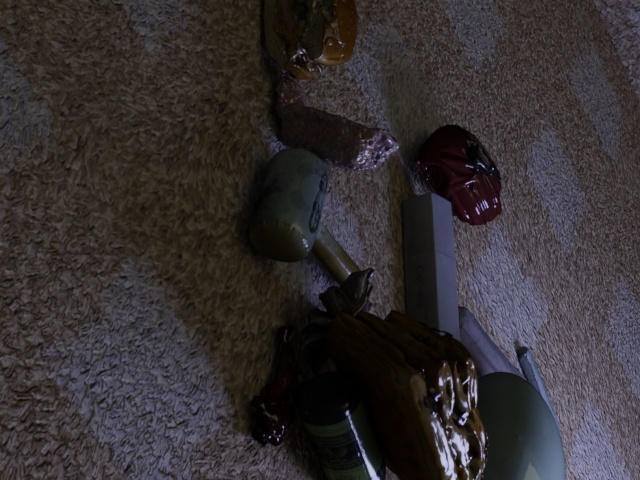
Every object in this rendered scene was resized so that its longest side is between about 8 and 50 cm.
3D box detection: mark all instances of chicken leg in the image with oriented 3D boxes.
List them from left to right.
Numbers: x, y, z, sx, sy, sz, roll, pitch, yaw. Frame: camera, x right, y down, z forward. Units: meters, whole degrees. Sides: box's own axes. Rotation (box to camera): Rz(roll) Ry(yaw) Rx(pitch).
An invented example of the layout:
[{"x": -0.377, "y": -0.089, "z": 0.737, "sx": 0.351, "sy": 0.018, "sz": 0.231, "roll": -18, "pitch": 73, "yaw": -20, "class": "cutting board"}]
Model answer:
[{"x": -0.061, "y": 0.233, "z": 1.860, "sx": 0.089, "sy": 0.048, "sz": 0.219, "roll": 53, "pitch": 39, "yaw": -31, "class": "chicken leg"}]

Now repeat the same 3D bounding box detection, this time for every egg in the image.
[{"x": 0.334, "y": 0.398, "z": 2.181, "sx": 0.230, "sy": 0.229, "sz": 0.371, "roll": 50, "pitch": 32, "yaw": -30, "class": "egg"}]

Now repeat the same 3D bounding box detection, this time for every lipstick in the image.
[{"x": 0.213, "y": 0.095, "z": 2.273, "sx": 0.079, "sy": 0.076, "sz": 0.372, "roll": 23, "pitch": 58, "yaw": -47, "class": "lipstick"}]

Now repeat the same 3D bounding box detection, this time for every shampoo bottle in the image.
[{"x": 0.046, "y": 0.341, "z": 1.897, "sx": 0.101, "sy": 0.101, "sz": 0.284, "roll": -63, "pitch": 143, "yaw": -45, "class": "shampoo bottle"}]

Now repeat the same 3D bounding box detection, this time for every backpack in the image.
[{"x": 0.290, "y": -0.127, "z": 2.411, "sx": 0.229, "sy": 0.138, "sz": 0.229, "roll": 58, "pitch": 9, "yaw": -14, "class": "backpack"}]

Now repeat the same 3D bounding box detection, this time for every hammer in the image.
[{"x": 0.000, "y": 0.000, "z": 2.003, "sx": 0.305, "sy": 0.113, "sz": 0.202, "roll": 50, "pitch": 44, "yaw": -38, "class": "hammer"}]

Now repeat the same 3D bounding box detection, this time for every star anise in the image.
[{"x": 0.022, "y": 0.128, "z": 1.958, "sx": 0.182, "sy": 0.065, "sz": 0.195, "roll": -46, "pitch": 156, "yaw": -27, "class": "star anise"}]

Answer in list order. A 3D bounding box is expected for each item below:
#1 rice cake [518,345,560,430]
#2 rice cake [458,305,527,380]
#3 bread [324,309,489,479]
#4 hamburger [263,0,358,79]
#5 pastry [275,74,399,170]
[{"x": 0.474, "y": 0.328, "z": 2.576, "sx": 0.033, "sy": 0.033, "sz": 0.208, "roll": -29, "pitch": 100, "yaw": -53, "class": "rice cake"}, {"x": 0.339, "y": 0.257, "z": 2.403, "sx": 0.298, "sy": 0.050, "sz": 0.106, "roll": 49, "pitch": 42, "yaw": -32, "class": "rice cake"}, {"x": 0.159, "y": 0.257, "z": 1.899, "sx": 0.167, "sy": 0.277, "sz": 0.325, "roll": -32, "pitch": 123, "yaw": -16, "class": "bread"}, {"x": -0.006, "y": -0.413, "z": 2.125, "sx": 0.156, "sy": 0.144, "sz": 0.283, "roll": 26, "pitch": 54, "yaw": -48, "class": "hamburger"}, {"x": 0.011, "y": -0.182, "z": 2.023, "sx": 0.102, "sy": 0.265, "sz": 0.112, "roll": 18, "pitch": 102, "yaw": -50, "class": "pastry"}]
